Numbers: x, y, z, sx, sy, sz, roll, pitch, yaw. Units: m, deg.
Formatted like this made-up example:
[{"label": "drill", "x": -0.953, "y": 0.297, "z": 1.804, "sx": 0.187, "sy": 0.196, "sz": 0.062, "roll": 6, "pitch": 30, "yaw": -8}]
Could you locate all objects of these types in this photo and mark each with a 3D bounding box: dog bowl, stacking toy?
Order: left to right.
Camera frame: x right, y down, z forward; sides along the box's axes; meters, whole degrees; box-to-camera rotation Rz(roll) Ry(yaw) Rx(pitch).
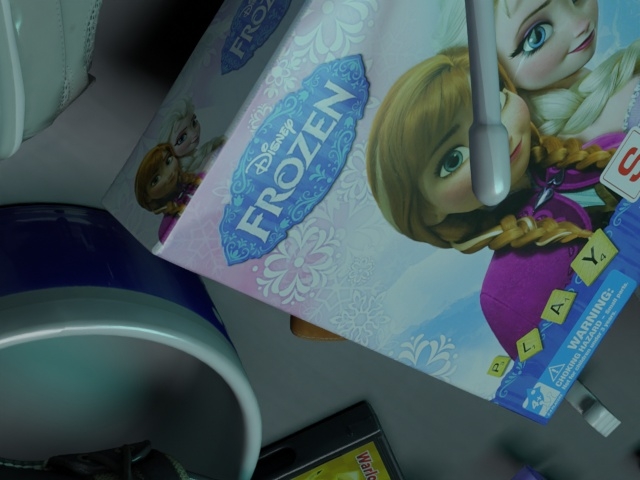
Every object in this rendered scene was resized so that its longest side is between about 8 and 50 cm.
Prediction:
[{"label": "dog bowl", "x": -0.174, "y": 0.109, "z": 0.865, "sx": 0.265, "sy": 0.104, "sz": 0.265, "roll": -14, "pitch": 136, "yaw": -14}, {"label": "stacking toy", "x": 0.186, "y": 0.208, "z": 1.168, "sx": 0.167, "sy": 0.052, "sz": 0.221, "roll": -45, "pitch": 141, "yaw": 4}]

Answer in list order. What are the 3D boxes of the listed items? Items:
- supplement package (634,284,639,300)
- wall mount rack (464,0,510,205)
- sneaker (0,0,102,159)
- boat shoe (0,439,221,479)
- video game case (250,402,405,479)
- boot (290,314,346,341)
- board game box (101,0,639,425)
[{"label": "supplement package", "x": 0.366, "y": 0.057, "z": 1.006, "sx": 0.194, "sy": 0.203, "sz": 0.149, "roll": 7, "pitch": 128, "yaw": -31}, {"label": "wall mount rack", "x": 0.172, "y": -0.178, "z": 0.630, "sx": 0.350, "sy": 0.130, "sz": 0.304, "roll": -9, "pitch": 140, "yaw": -20}, {"label": "sneaker", "x": -0.141, "y": -0.169, "z": 0.640, "sx": 0.115, "sy": 0.105, "sz": 0.281, "roll": -35, "pitch": 147, "yaw": -46}, {"label": "boat shoe", "x": -0.106, "y": 0.154, "z": 0.796, "sx": 0.092, "sy": 0.103, "sz": 0.285, "roll": -47, "pitch": 137, "yaw": 13}, {"label": "video game case", "x": -0.037, "y": 0.261, "z": 1.133, "sx": 0.248, "sy": 0.035, "sz": 0.275, "roll": -25, "pitch": 137, "yaw": -2}, {"label": "boot", "x": 0.000, "y": 0.000, "z": 0.871, "sx": 0.197, "sy": 0.073, "sz": 0.152, "roll": 1, "pitch": 135, "yaw": -23}, {"label": "board game box", "x": 0.096, "y": -0.085, "z": 0.771, "sx": 0.318, "sy": 0.066, "sz": 0.318, "roll": 25, "pitch": 99, "yaw": -41}]
